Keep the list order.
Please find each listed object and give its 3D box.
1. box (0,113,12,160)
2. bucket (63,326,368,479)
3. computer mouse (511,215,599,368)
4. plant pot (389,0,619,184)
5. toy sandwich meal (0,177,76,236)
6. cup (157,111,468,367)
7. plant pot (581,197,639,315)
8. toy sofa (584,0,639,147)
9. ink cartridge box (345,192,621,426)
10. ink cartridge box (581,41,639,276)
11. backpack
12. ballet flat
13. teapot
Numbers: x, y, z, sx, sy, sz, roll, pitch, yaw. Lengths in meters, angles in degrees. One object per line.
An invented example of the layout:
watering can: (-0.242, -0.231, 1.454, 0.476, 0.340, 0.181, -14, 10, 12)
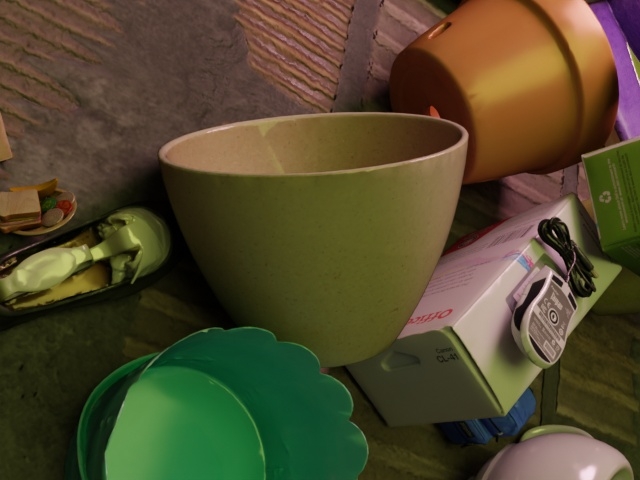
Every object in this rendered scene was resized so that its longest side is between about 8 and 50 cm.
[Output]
box: (-0.411, -0.161, 0.832, 0.164, 0.021, 0.201, -20, 103, -38)
bucket: (-0.114, 0.228, 0.846, 0.281, 0.183, 0.281, 11, 69, -32)
computer mouse: (0.255, 0.067, 0.954, 0.106, 0.042, 0.193, 53, 49, -15)
plant pot: (0.234, -0.205, 1.173, 0.203, 0.291, 0.291, -26, 91, -21)
toy sandwich meal: (-0.297, -0.036, 0.876, 0.085, 0.029, 0.085, -1, 42, 1)
cup: (0.000, 0.000, 0.943, 0.331, 0.331, 0.237, -18, 113, -36)
plant pot: (0.521, 0.004, 1.271, 0.276, 0.254, 0.276, 39, 43, -49)
toy sofa: (0.539, -0.275, 1.448, 0.150, 0.177, 0.362, -24, 90, -37)
ink cartridge box: (0.205, 0.090, 1.077, 0.306, 0.226, 0.131, -40, 99, -35)
ink cartridge box: (0.414, -0.098, 1.105, 0.189, 0.097, 0.255, 22, 55, -52)
backpack: (0.217, 0.219, 1.110, 0.098, 0.120, 0.101, 51, 54, -11)
ballet flat: (-0.235, 0.022, 0.881, 0.280, 0.096, 0.095, -27, 92, -37)
teapot: (0.273, 0.347, 1.079, 0.256, 0.187, 0.252, 34, 76, -51)
